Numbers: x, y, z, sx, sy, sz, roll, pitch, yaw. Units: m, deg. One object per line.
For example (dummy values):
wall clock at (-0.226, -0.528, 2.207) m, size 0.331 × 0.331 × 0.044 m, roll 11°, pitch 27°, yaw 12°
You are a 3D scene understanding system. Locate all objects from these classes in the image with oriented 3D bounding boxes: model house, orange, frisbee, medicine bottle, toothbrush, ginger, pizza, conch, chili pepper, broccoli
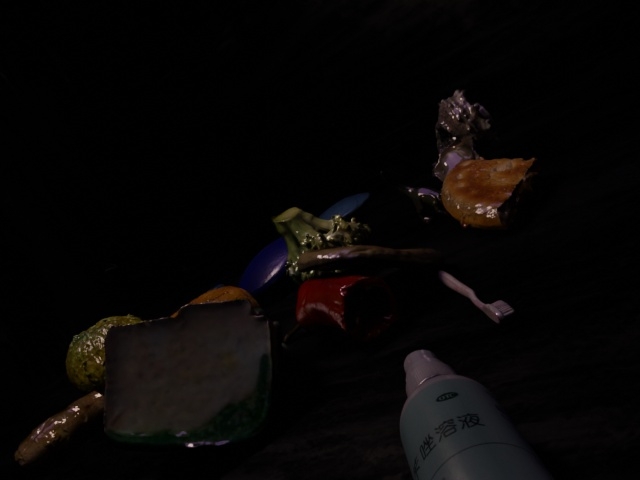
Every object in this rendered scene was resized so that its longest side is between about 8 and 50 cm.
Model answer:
model house at (-0.209, 0.254, 1.051) m, size 0.299 × 0.243 × 0.284 m, roll -6°, pitch -13°, yaw 4°
orange at (-0.699, 0.370, 1.836) m, size 0.301 × 0.223 × 0.300 m, roll -33°, pitch 17°, yaw -1°
frisbee at (0.071, -0.126, 2.254) m, size 0.289 × 0.049 × 0.289 m, roll -31°, pitch 11°, yaw 7°
medicine bottle at (0.137, 0.198, 0.550) m, size 0.110 × 0.110 × 0.352 m, roll -32°, pitch 12°, yaw 5°
toothbrush at (0.250, 0.085, 0.941) m, size 0.030 × 0.025 × 0.307 m, roll -25°, pitch 11°, yaw -3°
ginger at (-0.693, 0.516, 1.502) m, size 0.109 × 0.116 × 0.263 m, roll 30°, pitch 48°, yaw 31°
pizza at (0.384, -0.110, 1.217) m, size 0.226 × 0.086 × 0.335 m, roll -20°, pitch 22°, yaw 5°
conch at (0.394, -0.263, 1.455) m, size 0.186 × 0.313 × 0.240 m, roll 3°, pitch -23°, yaw 8°
chili pepper at (0.015, 0.129, 1.132) m, size 0.135 × 0.131 × 0.338 m, roll -28°, pitch 6°, yaw -27°
broccoli at (0.000, 0.000, 1.412) m, size 0.248 × 0.245 × 0.288 m, roll -40°, pitch 13°, yaw -5°

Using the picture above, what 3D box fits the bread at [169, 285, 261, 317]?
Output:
bread at (-0.362, 0.255, 1.577) m, size 0.337 × 0.148 × 0.328 m, roll -38°, pitch 12°, yaw -27°

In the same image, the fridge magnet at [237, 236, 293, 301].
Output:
fridge magnet at (-0.155, 0.090, 1.735) m, size 0.265 × 0.112 × 0.265 m, roll -39°, pitch 18°, yaw 16°

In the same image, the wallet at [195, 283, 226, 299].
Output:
wallet at (-0.414, 0.231, 2.046) m, size 0.141 × 0.059 × 0.202 m, roll -35°, pitch 12°, yaw -1°

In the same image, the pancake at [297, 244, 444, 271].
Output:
pancake at (0.096, 0.038, 1.128) m, size 0.295 × 0.049 × 0.294 m, roll -2°, pitch -3°, yaw 0°

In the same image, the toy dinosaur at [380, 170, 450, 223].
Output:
toy dinosaur at (0.273, -0.137, 1.424) m, size 0.087 × 0.179 × 0.187 m, roll -41°, pitch 16°, yaw -31°
